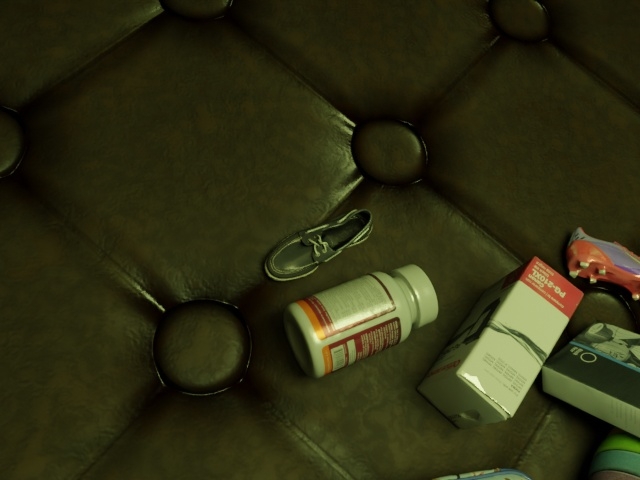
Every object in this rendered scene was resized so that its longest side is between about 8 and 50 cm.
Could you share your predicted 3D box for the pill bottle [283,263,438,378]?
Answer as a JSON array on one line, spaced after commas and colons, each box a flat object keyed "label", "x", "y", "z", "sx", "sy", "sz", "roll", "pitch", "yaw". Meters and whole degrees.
[{"label": "pill bottle", "x": 0.064, "y": 0.119, "z": 0.941, "sx": 0.221, "sy": 0.121, "sz": 0.121, "roll": -19, "pitch": 73, "yaw": -19}]

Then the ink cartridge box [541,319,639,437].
[{"label": "ink cartridge box", "x": 0.520, "y": 0.231, "z": 0.900, "sx": 0.165, "sy": 0.333, "sz": 0.065, "roll": -27, "pitch": 119, "yaw": -29}]

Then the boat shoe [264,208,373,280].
[{"label": "boat shoe", "x": 0.000, "y": 0.000, "z": 1.007, "sx": 0.206, "sy": 0.065, "sz": 0.075, "roll": -26, "pitch": 76, "yaw": -20}]

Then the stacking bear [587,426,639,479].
[{"label": "stacking bear", "x": 0.508, "y": 0.338, "z": 0.936, "sx": 0.164, "sy": 0.175, "sz": 0.289, "roll": 36, "pitch": 57, "yaw": 11}]

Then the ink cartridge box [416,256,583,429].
[{"label": "ink cartridge box", "x": 0.275, "y": 0.163, "z": 0.942, "sx": 0.100, "sy": 0.172, "sz": 0.237, "roll": 39, "pitch": 66, "yaw": 5}]

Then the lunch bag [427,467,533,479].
[{"label": "lunch bag", "x": 0.201, "y": 0.447, "z": 0.808, "sx": 0.303, "sy": 0.115, "sz": 0.243, "roll": -2, "pitch": 52, "yaw": -16}]

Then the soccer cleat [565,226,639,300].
[{"label": "soccer cleat", "x": 0.569, "y": 0.053, "z": 1.106, "sx": 0.248, "sy": 0.083, "sz": 0.095, "roll": 19, "pitch": 61, "yaw": -1}]
